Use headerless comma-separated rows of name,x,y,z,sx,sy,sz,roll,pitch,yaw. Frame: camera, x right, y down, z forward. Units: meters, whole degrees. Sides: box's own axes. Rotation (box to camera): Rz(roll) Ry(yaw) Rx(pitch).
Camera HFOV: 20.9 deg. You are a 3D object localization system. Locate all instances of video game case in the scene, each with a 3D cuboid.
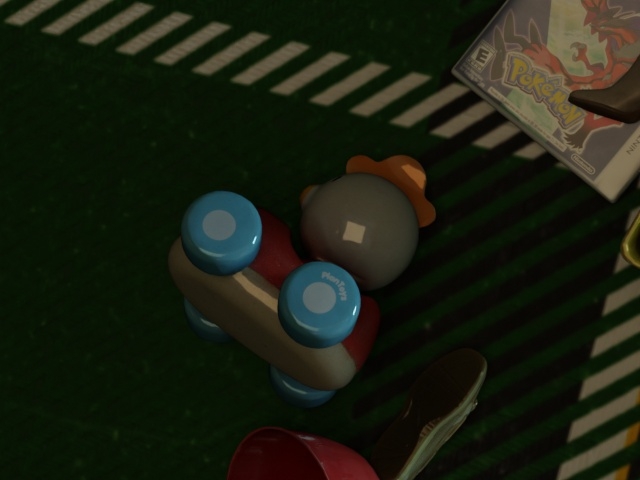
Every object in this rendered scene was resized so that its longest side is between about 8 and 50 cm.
video game case,0.256,-0.168,1.631,0.201,0.023,0.183,40,99,10

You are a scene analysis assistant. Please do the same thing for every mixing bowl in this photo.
mixing bowl,0.000,0.258,1.641,0.181,0.098,0.181,10,103,51

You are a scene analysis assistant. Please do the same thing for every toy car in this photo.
toy car,0.000,0.000,1.633,0.210,0.219,0.238,36,69,11

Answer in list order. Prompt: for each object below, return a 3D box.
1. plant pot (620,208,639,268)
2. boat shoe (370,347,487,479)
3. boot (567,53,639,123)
plant pot,0.408,-0.030,1.513,0.212,0.187,0.212,29,97,12
boat shoe,0.109,0.170,1.663,0.056,0.048,0.153,36,92,35
boot,0.297,-0.149,1.594,0.118,0.042,0.087,19,89,10
